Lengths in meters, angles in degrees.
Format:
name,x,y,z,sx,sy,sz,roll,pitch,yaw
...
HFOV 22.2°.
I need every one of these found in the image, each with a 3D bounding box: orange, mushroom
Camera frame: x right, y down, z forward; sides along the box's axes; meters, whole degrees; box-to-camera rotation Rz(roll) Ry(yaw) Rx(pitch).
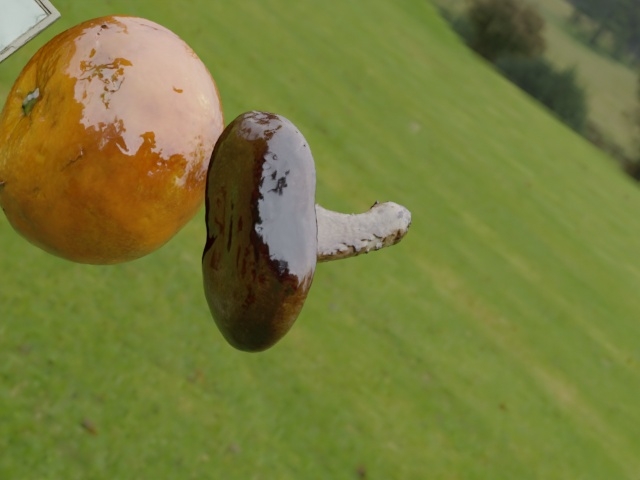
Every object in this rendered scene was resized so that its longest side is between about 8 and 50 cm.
name,x,y,z,sx,sy,sz,roll,pitch,yaw
orange,-0.234,-0.109,1.806,0.226,0.284,0.284,30,11,-34
mushroom,0.000,0.000,1.554,0.217,0.227,0.148,9,-5,-35

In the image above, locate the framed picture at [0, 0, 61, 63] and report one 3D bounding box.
name,x,y,z,sx,sy,sz,roll,pitch,yaw
framed picture,-0.422,-0.251,1.894,0.136,0.201,0.010,48,-16,6
